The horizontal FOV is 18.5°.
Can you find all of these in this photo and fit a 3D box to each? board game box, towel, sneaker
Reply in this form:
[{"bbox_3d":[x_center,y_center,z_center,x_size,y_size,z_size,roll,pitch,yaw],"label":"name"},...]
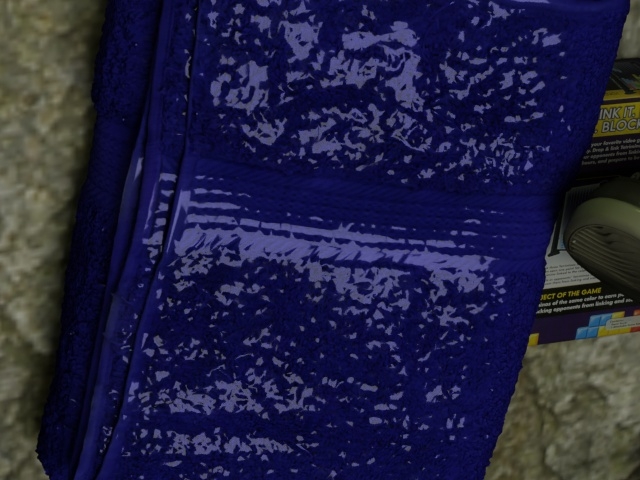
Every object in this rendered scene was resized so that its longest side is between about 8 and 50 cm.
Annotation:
[{"bbox_3d":[0.118,-0.017,0.995,0.170,0.048,0.141,-6,119,-22],"label":"board game box"},{"bbox_3d":[0.000,0.000,0.896,0.228,0.076,0.308,9,118,-9],"label":"towel"},{"bbox_3d":[0.191,-0.018,0.939,0.118,0.083,0.222,-63,151,-2],"label":"sneaker"}]

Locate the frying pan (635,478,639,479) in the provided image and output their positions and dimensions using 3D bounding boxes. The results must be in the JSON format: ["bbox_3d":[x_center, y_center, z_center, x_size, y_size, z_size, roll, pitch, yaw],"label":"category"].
[{"bbox_3d":[0.311,0.147,1.188,0.326,0.053,0.197,-23,127,-10],"label":"frying pan"}]
